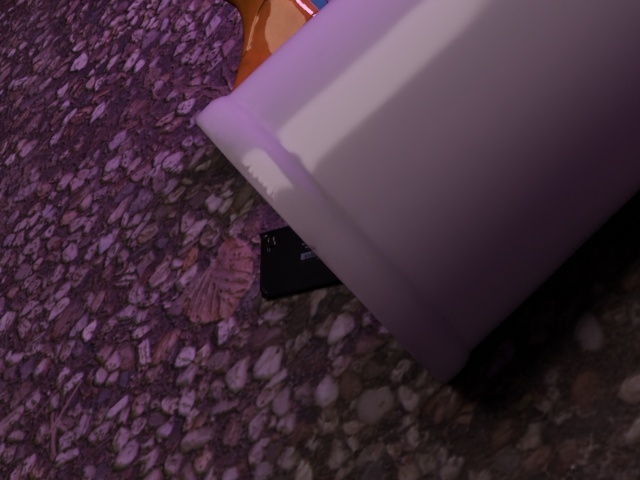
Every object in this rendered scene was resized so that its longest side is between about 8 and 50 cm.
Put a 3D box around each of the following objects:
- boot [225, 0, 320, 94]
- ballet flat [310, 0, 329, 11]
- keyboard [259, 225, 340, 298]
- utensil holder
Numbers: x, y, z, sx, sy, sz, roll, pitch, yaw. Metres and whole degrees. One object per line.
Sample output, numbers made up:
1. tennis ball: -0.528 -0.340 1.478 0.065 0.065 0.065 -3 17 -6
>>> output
1. boot: -0.080 -0.263 1.697 0.295 0.104 0.211 20 70 25
2. ballet flat: -0.052 -0.258 1.795 0.213 0.072 0.068 -59 6 -23
3. keyboard: 0.000 0.000 1.432 0.180 0.023 0.108 -15 68 40
4. utensil holder: 0.134 -0.121 1.144 0.385 0.327 0.327 -44 31 0
